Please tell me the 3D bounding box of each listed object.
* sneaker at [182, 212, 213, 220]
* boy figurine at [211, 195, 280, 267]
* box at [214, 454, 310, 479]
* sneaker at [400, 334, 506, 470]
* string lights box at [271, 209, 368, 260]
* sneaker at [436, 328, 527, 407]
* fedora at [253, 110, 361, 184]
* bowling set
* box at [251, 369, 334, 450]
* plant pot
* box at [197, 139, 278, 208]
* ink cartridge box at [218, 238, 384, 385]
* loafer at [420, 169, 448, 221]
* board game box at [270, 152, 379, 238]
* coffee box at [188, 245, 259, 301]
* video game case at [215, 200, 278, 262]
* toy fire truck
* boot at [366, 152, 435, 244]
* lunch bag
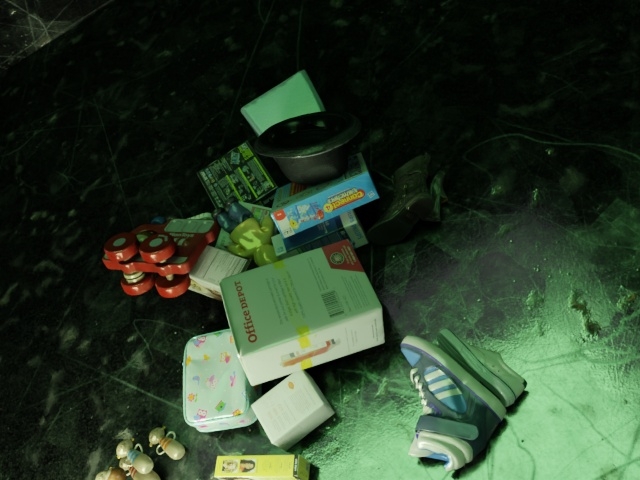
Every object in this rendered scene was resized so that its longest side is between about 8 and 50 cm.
[{"bbox_3d":[-0.436,-0.034,2.189,0.170,0.063,0.074,-21,48,3],"label":"sneaker"},{"bbox_3d":[-0.211,-0.014,2.017,0.177,0.092,0.285,-43,70,-5],"label":"boy figurine"},{"bbox_3d":[-0.150,0.593,1.675,0.232,0.087,0.058,-8,55,19],"label":"box"},{"bbox_3d":[0.264,0.407,1.593,0.236,0.130,0.323,-45,60,-13],"label":"sneaker"},{"bbox_3d":[0.000,0.000,1.949,0.260,0.133,0.076,-23,55,7],"label":"string lights box"},{"bbox_3d":[0.405,0.308,1.637,0.091,0.094,0.258,-29,54,-23],"label":"sneaker"},{"bbox_3d":[-0.026,-0.261,1.908,0.334,0.152,0.334,-13,30,7],"label":"fedora"},{"bbox_3d":[-0.527,0.613,1.753,0.154,0.200,0.287,24,67,33],"label":"bowling set"},{"bbox_3d":[-0.073,0.450,1.728,0.170,0.091,0.130,-37,53,-2],"label":"box"},{"bbox_3d":[-0.070,-0.351,2.136,0.248,0.247,0.252,-32,68,1],"label":"plant pot"},{"bbox_3d":[-0.279,-0.193,2.227,0.216,0.060,0.270,-33,54,-1],"label":"box"},{"bbox_3d":[-0.053,0.191,1.765,0.385,0.160,0.279,-17,47,-7],"label":"ink cartridge box"},{"bbox_3d":[0.352,-0.130,1.938,0.061,0.062,0.170,15,76,20],"label":"loafer"},{"bbox_3d":[0.011,-0.143,1.959,0.302,0.086,0.308,-23,16,7],"label":"board game box"},{"bbox_3d":[-0.319,0.104,1.994,0.297,0.168,0.119,16,68,28],"label":"coffee box"},{"bbox_3d":[-0.233,-0.020,2.084,0.183,0.023,0.201,13,75,15],"label":"video game case"},{"bbox_3d":[-0.476,0.022,1.924,0.302,0.169,0.254,2,38,23],"label":"toy fire truck"},{"bbox_3d":[0.242,-0.126,1.959,0.263,0.091,0.229,-36,32,26],"label":"boot"},{"bbox_3d":[-0.283,0.392,1.839,0.224,0.108,0.279,-15,55,15],"label":"lunch bag"}]
